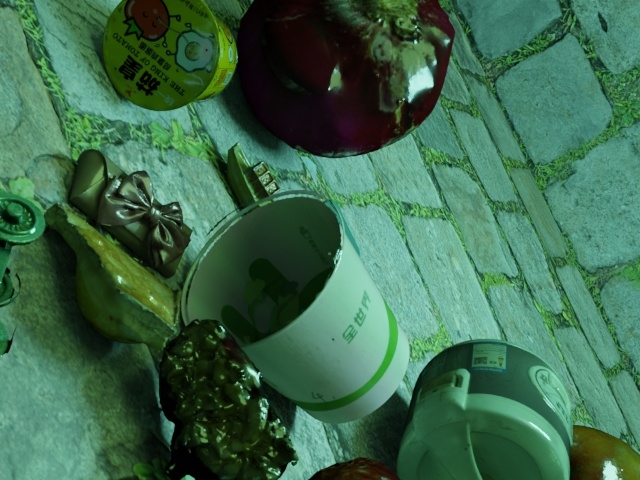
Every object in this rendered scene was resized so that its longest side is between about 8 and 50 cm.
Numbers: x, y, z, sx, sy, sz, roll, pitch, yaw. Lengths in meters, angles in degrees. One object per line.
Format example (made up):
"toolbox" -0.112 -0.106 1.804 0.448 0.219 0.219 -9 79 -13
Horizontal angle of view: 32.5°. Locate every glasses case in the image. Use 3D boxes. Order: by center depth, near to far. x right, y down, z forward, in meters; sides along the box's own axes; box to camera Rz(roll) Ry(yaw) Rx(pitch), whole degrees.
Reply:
"glasses case" -0.234 -0.031 1.422 0.193 0.070 0.102 43 31 -34

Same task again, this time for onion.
"onion" 0.026 -0.305 2.009 0.420 0.398 0.398 113 -41 -65

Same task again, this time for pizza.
"pizza" -0.256 0.053 1.295 0.204 0.080 0.188 41 6 -19

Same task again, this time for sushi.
"sushi" -0.127 0.203 1.280 0.115 0.147 0.212 97 -30 -69

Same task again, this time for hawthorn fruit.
"hawthorn fruit" 0.474 0.470 2.051 0.301 0.268 0.267 36 34 -34

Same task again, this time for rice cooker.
"rice cooker" 0.265 0.322 1.769 0.288 0.288 0.277 55 24 -13

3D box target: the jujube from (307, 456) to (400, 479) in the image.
"jujube" 0.048 0.376 1.434 0.190 0.190 0.255 59 7 -3

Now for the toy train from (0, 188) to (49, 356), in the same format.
"toy train" -0.375 0.049 1.037 0.189 0.126 0.307 16 40 -13

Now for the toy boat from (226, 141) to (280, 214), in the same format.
"toy boat" -0.095 -0.078 1.752 0.172 0.066 0.065 57 22 -8

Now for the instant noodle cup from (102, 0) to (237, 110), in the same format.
"instant noodle cup" -0.210 -0.280 1.631 0.182 0.182 0.144 62 15 3

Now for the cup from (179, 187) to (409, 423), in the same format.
"cup" -0.016 0.106 1.512 0.274 0.253 0.253 49 26 -39

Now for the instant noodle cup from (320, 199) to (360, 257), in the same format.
"instant noodle cup" 0.000 0.000 1.853 0.157 0.070 0.179 63 23 2
